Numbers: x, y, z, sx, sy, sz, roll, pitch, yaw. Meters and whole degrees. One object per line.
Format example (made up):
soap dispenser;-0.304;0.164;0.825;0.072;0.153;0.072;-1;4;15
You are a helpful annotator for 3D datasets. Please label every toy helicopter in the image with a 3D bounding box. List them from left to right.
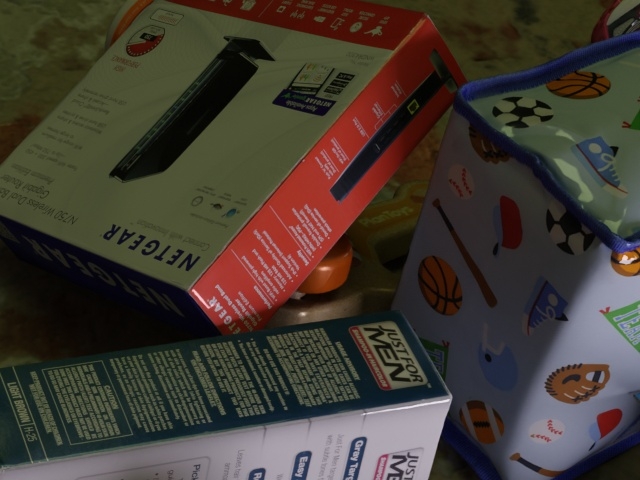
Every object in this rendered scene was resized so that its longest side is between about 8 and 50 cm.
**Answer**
toy helicopter;0.000;0.000;1.756;0.235;0.140;0.355;31;32;34

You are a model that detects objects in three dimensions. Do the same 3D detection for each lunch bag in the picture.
lunch bag;0.277;0.003;1.638;0.385;0.328;0.239;-22;55;-36

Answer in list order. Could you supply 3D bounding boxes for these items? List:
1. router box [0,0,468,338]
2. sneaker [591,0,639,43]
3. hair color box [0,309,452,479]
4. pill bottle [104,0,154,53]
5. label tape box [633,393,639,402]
router box;-0.090;-0.080;1.634;0.335;0.082;0.301;18;62;48
sneaker;0.437;-0.245;2.136;0.299;0.121;0.112;-13;76;-16
hair color box;-0.091;0.168;1.472;0.347;0.174;0.105;-7;43;-22
pill bottle;-0.099;-0.146;1.872;0.121;0.121;0.221;-22;52;-34
label tape box;0.430;0.218;1.540;0.334;0.106;0.240;0;27;-24
